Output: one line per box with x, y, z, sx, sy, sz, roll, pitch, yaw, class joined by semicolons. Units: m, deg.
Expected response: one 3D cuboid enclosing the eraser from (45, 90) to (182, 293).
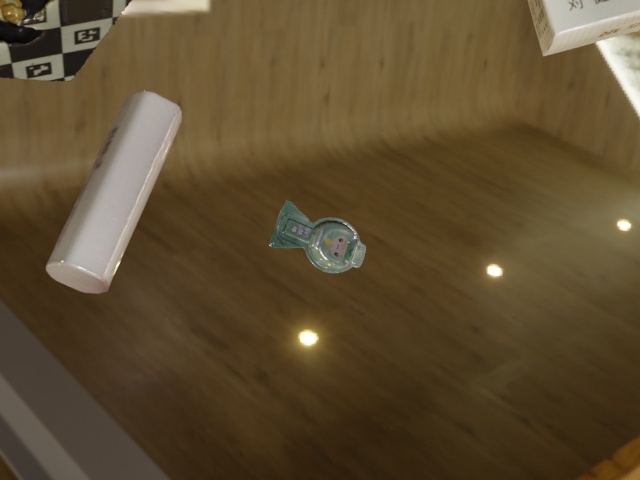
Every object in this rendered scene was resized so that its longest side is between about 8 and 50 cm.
-0.293;-0.065;1.234;0.094;0.270;0.174;25;163;-17;eraser

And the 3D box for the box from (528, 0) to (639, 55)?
0.331;-0.414;1.036;0.210;0.330;0.095;-15;176;4;box

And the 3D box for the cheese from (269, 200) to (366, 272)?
0.000;0.000;1.042;0.120;0.067;0.026;21;172;-20;cheese

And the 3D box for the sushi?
-0.325;-0.261;0.862;0.292;0.059;0.294;-7;162;-45;sushi
